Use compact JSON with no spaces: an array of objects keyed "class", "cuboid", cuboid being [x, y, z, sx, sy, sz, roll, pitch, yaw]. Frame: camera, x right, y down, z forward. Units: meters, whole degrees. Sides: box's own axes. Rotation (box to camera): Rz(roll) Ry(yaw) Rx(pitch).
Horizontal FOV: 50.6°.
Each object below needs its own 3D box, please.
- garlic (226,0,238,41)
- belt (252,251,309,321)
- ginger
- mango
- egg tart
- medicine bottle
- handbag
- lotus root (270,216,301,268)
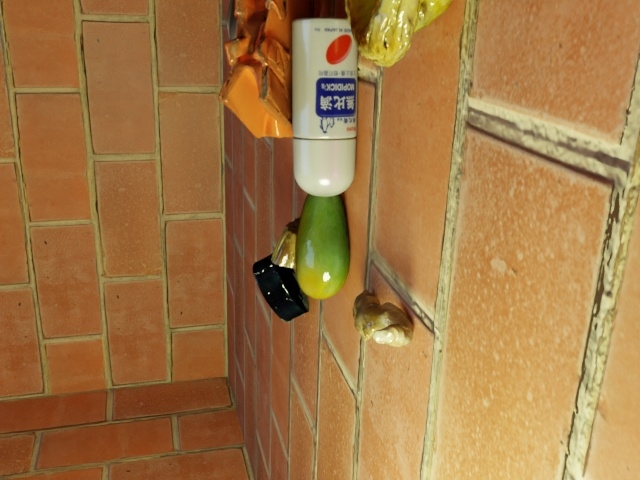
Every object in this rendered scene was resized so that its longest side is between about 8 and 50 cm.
[{"class":"garlic","cuboid":[-0.217,-0.727,2.097,0.279,0.132,0.325,-164,73,-75]},{"class":"belt","cuboid":[-0.103,0.126,1.808,0.198,0.078,0.151,57,-166,-23]},{"class":"ginger","cuboid":[0.098,0.143,1.194,0.288,0.075,0.089,-146,76,-78]},{"class":"mango","cuboid":[0.000,0.000,1.454,0.156,0.114,0.251,159,106,-82]},{"class":"egg tart","cuboid":[0.111,-0.393,0.912,0.319,0.128,0.319,177,90,-78]},{"class":"medicine bottle","cuboid":[0.008,-0.256,1.331,0.130,0.130,0.341,-138,47,-70]},{"class":"handbag","cuboid":[-0.088,-0.432,1.379,0.303,0.116,0.410,37,-122,-75]},{"class":"lotus root","cuboid":[-0.054,0.019,1.745,0.159,0.095,0.135,-28,-46,-62]}]
